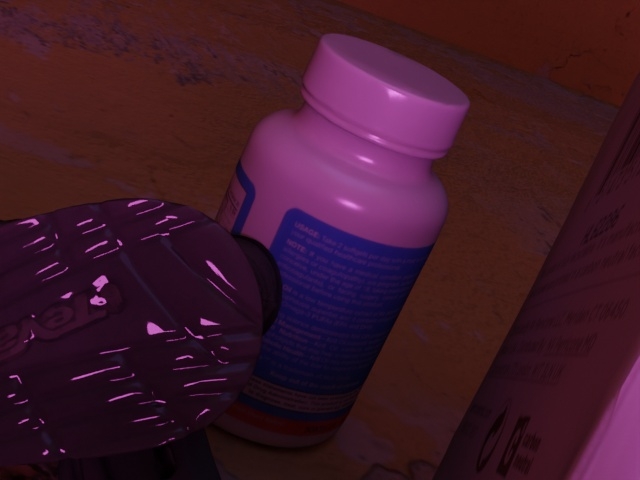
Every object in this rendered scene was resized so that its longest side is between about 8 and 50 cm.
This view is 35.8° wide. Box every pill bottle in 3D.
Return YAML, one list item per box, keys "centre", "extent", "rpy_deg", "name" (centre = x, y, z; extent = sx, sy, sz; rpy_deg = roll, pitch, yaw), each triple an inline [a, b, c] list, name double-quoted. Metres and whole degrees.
- centre: [0.000, 0.000, 0.580]
  extent: [0.124, 0.222, 0.124]
  rpy_deg: [21, 23, -9]
  name: "pill bottle"

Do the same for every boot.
- centre: [-0.183, 0.050, 0.430]
  extent: [0.338, 0.118, 0.223]
  rpy_deg: [-1, -2, -4]
  name: "boot"

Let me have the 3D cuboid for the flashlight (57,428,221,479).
- centre: [-0.044, 0.187, 0.295]
  extent: [0.103, 0.103, 0.304]
  rpy_deg: [-12, 30, -15]
  name: "flashlight"

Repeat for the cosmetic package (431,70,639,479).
- centre: [0.300, 0.084, 0.430]
  extent: [0.393, 0.328, 0.329]
  rpy_deg: [28, -6, 6]
  name: "cosmetic package"
